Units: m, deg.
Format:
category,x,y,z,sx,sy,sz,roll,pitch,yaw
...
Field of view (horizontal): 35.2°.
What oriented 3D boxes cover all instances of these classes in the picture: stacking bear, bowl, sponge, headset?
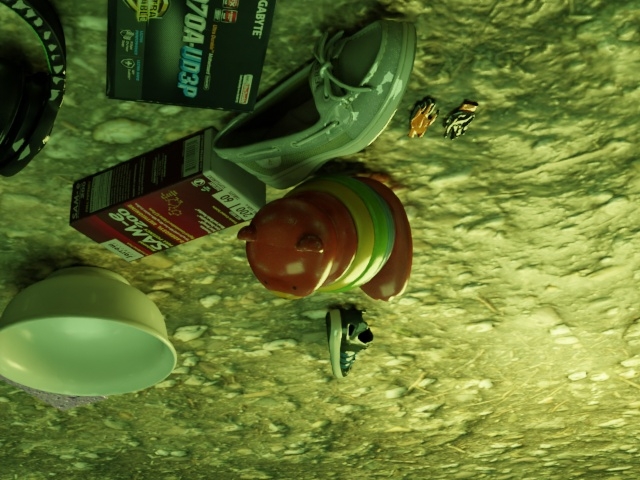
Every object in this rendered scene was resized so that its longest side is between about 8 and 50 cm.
category,x,y,z,sx,sy,sz,roll,pitch,yaw
stacking bear,0.000,0.000,1.269,0.175,0.164,0.289,16,-170,20
bowl,-0.376,0.132,1.612,0.297,0.134,0.298,-1,148,-1
sponge,-0.515,0.268,1.928,0.117,0.031,0.210,-16,147,22
headset,-0.426,-0.165,1.156,0.243,0.185,0.394,6,133,-20

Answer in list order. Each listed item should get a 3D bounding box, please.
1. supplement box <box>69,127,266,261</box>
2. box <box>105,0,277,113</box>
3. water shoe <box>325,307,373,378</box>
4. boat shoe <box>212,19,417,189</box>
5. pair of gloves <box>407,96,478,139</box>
category,x,y,z,sx,sy,sz,roll,pitch,yaw
supplement box,-0.207,-0.056,1.368,0.239,0.073,0.130,-18,146,26
box,-0.143,-0.232,1.099,0.175,0.051,0.220,5,148,-11
water shoe,0.056,0.188,1.788,0.080,0.073,0.203,-6,149,2
boat shoe,-0.008,-0.158,1.173,0.103,0.118,0.320,19,152,-29
pair of gloves,0.154,-0.155,1.284,0.083,0.010,0.074,2,148,-12
